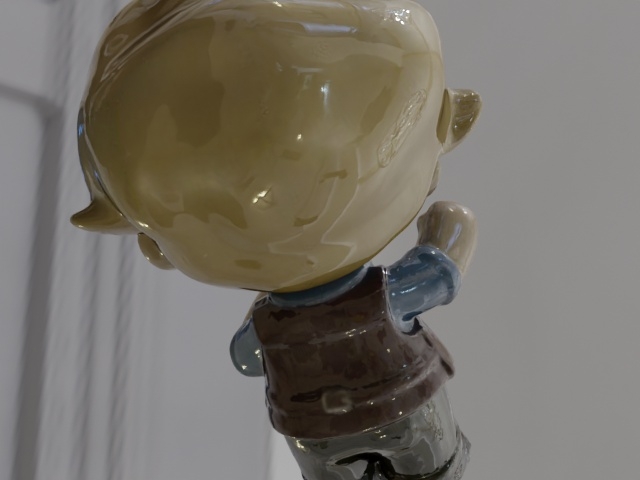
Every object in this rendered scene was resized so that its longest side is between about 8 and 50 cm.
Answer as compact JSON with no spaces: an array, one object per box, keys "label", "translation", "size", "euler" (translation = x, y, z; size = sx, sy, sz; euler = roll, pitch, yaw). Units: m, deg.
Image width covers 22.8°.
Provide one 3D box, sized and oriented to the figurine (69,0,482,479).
[{"label":"figurine","translation":[0.000,0.000,0.512],"size":[0.114,0.196,0.108],"euler":[-9,-145,24]}]
